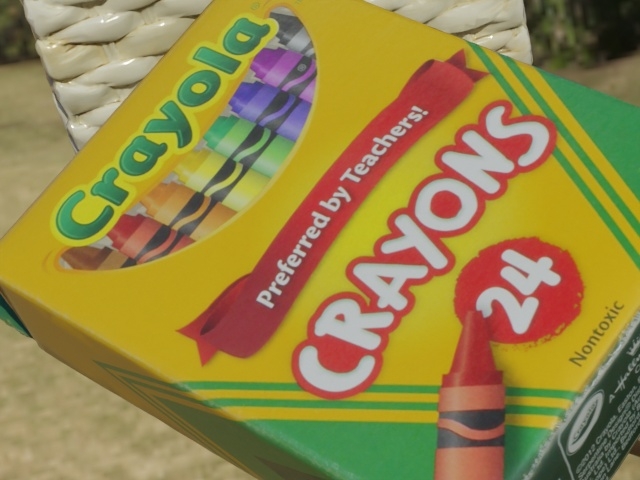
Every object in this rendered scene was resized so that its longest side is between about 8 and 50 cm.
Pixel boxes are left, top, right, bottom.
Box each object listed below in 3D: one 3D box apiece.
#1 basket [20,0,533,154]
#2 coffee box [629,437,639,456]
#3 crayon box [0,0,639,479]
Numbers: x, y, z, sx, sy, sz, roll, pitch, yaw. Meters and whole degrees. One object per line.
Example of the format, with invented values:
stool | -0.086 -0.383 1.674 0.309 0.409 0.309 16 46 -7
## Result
basket | -0.040 -0.212 1.180 0.331 0.328 0.266 -17 44 -2
coffee box | 0.245 0.078 1.192 0.246 0.141 0.098 14 52 47
crayon box | 0.000 0.000 0.772 0.318 0.081 0.202 25 67 32
